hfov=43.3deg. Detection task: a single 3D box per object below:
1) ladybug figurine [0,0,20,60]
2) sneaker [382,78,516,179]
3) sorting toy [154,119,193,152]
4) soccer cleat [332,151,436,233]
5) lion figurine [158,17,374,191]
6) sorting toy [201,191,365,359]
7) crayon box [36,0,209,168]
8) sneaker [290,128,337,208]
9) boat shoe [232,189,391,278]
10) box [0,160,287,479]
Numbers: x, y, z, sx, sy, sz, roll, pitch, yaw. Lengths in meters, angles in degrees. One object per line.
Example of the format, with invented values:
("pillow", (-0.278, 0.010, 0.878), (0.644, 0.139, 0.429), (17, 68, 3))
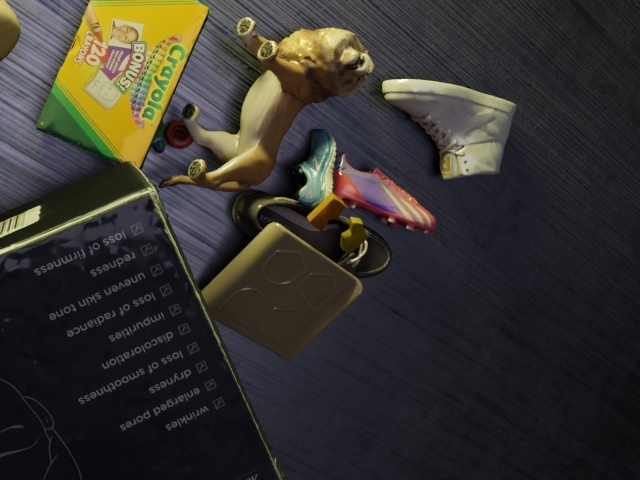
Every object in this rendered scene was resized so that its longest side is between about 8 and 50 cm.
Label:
("ladybug figurine", (-0.590, -0.268, 1.007), (0.449, 0.305, 0.161), (-27, 95, -54))
("sneaker", (0.237, -0.200, 1.512), (0.293, 0.108, 0.169), (9, 93, -27))
("sorting toy", (-0.262, -0.174, 1.332), (0.102, 0.042, 0.061), (14, 78, -14))
("soccer cleat", (0.121, -0.082, 1.500), (0.248, 0.083, 0.095), (19, 87, -24))
("lion figurine", (-0.087, -0.210, 1.356), (0.392, 0.142, 0.240), (-51, 147, 8))
("sorting toy", (-0.037, 0.060, 1.415), (0.307, 0.041, 0.229), (-44, 123, 14))
("crayon box", (-0.302, -0.264, 1.249), (0.166, 0.081, 0.278), (23, 90, -12))
("sneaker", (-0.014, -0.131, 1.408), (0.073, 0.063, 0.162), (12, 58, -13))
("boat shoe", (0.000, 0.000, 1.448), (0.335, 0.095, 0.112), (21, 91, -26))
("box", (-0.372, 0.207, 1.120), (0.480, 0.297, 0.471), (-25, 109, -12))
